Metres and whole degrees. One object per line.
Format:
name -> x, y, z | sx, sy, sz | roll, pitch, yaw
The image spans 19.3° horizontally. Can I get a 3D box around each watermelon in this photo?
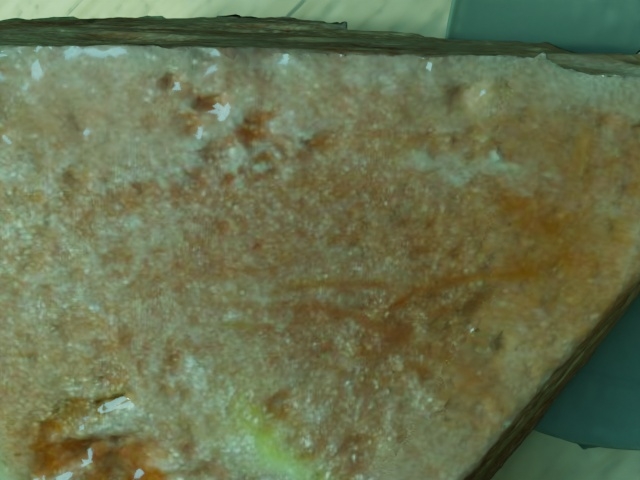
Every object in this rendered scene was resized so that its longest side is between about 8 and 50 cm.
watermelon -> -0.039, 0.018, 0.632 | 0.292, 0.250, 0.283 | -30, 85, 54

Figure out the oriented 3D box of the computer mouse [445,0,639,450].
computer mouse -> 0.109, -0.032, 0.705 | 0.128, 0.079, 0.231 | 15, 112, 30
